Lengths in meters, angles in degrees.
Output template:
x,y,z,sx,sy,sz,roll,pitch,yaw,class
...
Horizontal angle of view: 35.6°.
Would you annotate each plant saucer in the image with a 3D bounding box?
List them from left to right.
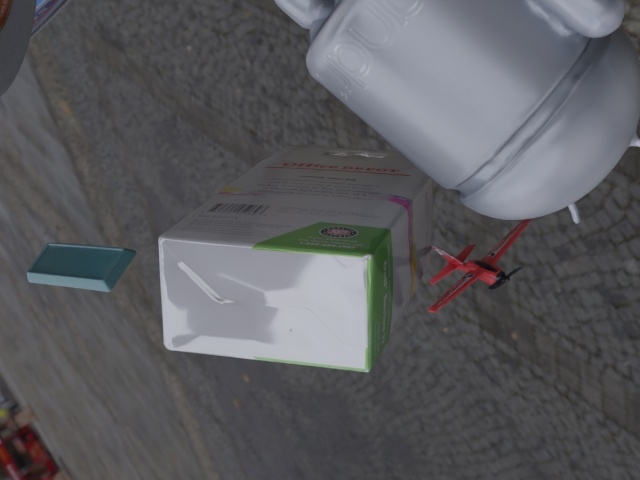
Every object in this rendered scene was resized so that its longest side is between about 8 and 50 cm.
x,y,z,sx,sy,sz,roll,pitch,yaw,class
-0.327,0.032,1.341,0.192,0.067,0.018,2,142,42,plant saucer

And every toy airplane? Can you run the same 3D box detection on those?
x,y,z,sx,sy,sz,roll,pitch,yaw,class
0.162,0.030,1.075,0.028,0.151,0.151,53,163,-22,toy airplane

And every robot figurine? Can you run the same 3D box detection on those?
x,y,z,sx,sy,sz,roll,pitch,yaw,class
0.129,-0.156,0.861,0.353,0.200,0.300,39,152,-3,robot figurine

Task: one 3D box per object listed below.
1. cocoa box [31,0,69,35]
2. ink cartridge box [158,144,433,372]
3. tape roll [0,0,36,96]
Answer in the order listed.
x,y,z,sx,sy,sz,roll,pitch,yaw,class
-0.543,-0.317,1.371,0.231,0.347,0.228,47,179,-13,cocoa box
0.000,0.000,1.035,0.207,0.353,0.119,5,111,17,ink cartridge box
-0.293,-0.219,0.779,0.219,0.072,0.219,6,-90,-86,tape roll
